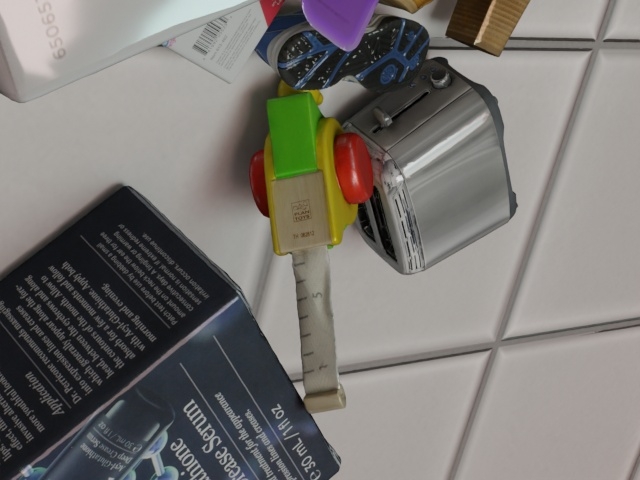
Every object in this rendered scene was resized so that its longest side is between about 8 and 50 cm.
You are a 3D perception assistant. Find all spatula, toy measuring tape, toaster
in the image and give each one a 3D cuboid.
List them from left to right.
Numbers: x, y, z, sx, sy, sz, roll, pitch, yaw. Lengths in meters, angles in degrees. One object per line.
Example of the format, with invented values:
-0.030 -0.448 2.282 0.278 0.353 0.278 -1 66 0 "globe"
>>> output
0.000 0.000 1.414 0.121 0.121 0.330 2 76 -41 "toy measuring tape"
0.047 -0.314 1.295 0.084 0.030 0.297 30 68 -42 "spatula"
0.109 -0.066 1.531 0.146 0.129 0.227 -32 137 -15 "toaster"

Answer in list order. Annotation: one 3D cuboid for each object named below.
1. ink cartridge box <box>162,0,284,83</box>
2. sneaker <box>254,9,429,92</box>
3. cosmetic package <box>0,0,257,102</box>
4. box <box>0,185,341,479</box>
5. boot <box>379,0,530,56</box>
-0.117 -0.232 1.262 0.175 0.072 0.127 27 100 -47 "ink cartridge box"
0.022 -0.189 1.404 0.211 0.081 0.080 -1 119 -46 "sneaker"
-0.162 -0.332 0.887 0.329 0.393 0.327 -29 123 -22 "cosmetic package"
-0.225 0.202 1.368 0.395 0.212 0.293 -39 137 -11 "box"
0.116 -0.314 1.401 0.295 0.104 0.211 17 97 -42 "boot"
